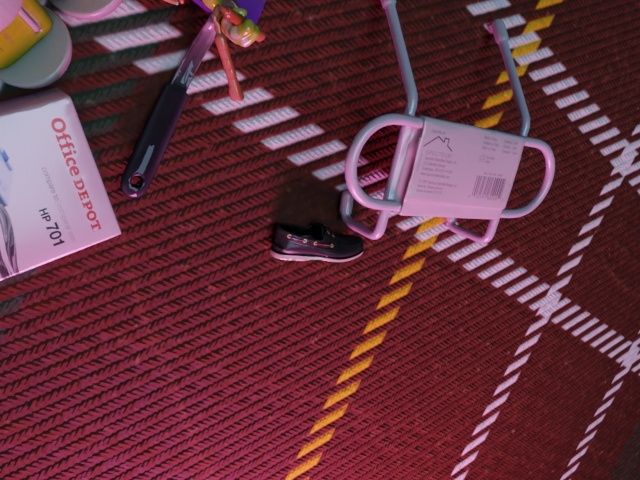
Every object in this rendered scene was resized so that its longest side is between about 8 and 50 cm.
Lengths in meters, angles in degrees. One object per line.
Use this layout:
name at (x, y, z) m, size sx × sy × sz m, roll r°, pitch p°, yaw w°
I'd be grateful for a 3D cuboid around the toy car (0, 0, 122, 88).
toy car at (-0.254, -0.223, 0.467) m, size 0.136 × 0.159 × 0.182 m, roll 36°, pitch 85°, yaw -1°

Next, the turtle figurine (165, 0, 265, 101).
turtle figurine at (-0.088, -0.271, 0.553) m, size 0.217 × 0.087 × 0.270 m, roll -33°, pitch 100°, yaw -38°

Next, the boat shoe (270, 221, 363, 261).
boat shoe at (0.001, 0.001, 0.749) m, size 0.133 × 0.049 × 0.042 m, roll 2°, pitch 113°, yaw -29°

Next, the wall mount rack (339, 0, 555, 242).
wall mount rack at (0.160, -0.150, 0.760) m, size 0.350 × 0.130 × 0.304 m, roll 2°, pitch 109°, yaw -33°

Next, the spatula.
spatula at (-0.135, -0.179, 0.611) m, size 0.084 × 0.030 × 0.296 m, roll 25°, pitch 92°, yaw -31°

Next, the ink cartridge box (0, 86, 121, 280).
ink cartridge box at (-0.298, -0.041, 0.524) m, size 0.190 × 0.082 × 0.140 m, roll -24°, pitch 118°, yaw -22°
